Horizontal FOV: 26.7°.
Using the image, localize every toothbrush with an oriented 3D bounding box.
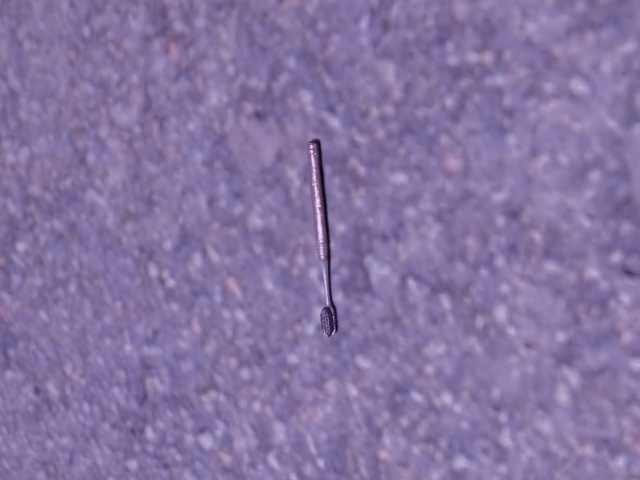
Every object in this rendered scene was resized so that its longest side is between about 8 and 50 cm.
[{"bbox_3d":[0.000,0.000,0.650,0.006,0.008,0.097,-1,101,20],"label":"toothbrush"}]
